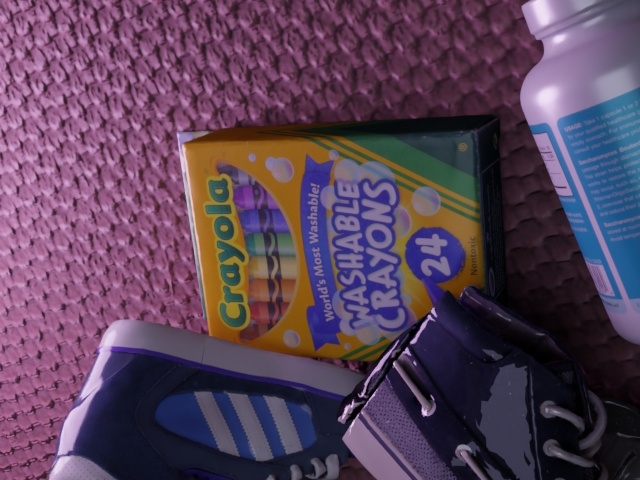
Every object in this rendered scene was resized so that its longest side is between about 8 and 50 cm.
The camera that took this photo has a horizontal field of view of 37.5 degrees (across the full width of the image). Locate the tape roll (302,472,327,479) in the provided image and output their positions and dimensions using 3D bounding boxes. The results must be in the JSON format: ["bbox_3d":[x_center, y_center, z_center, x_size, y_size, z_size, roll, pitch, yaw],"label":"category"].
[{"bbox_3d":[-0.102,0.266,0.991,0.219,0.072,0.219,7,108,22],"label":"tape roll"}]

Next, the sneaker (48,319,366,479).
[{"bbox_3d":[-0.074,0.220,0.832,0.322,0.236,0.130,16,158,-7],"label":"sneaker"}]

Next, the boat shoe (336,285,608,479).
[{"bbox_3d":[0.170,0.180,0.693,0.340,0.127,0.158,40,113,22],"label":"boat shoe"}]

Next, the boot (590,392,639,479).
[{"bbox_3d":[0.277,0.225,0.762,0.246,0.083,0.161,12,79,28],"label":"boot"}]

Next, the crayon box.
[{"bbox_3d":[0.000,0.000,0.853,0.322,0.083,0.203,0,106,25],"label":"crayon box"}]

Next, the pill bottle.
[{"bbox_3d":[0.239,-0.067,0.685,0.146,0.146,0.264,-20,97,28],"label":"pill bottle"}]
